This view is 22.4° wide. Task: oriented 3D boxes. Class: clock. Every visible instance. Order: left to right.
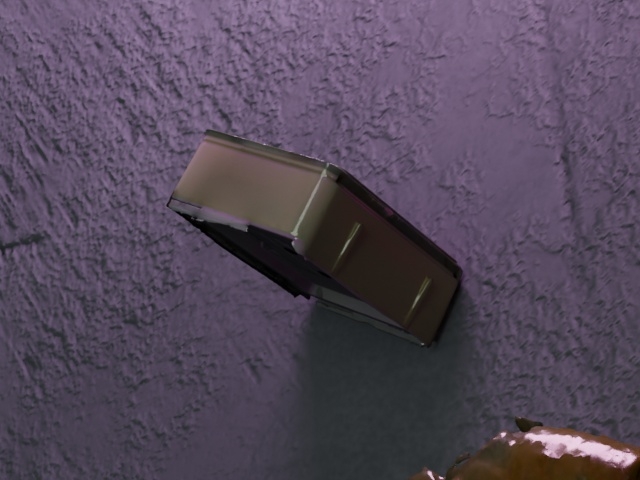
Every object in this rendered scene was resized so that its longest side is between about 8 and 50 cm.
[{"bbox_3d":[0.000,0.000,1.200,0.147,0.192,0.071,18,78,42],"label":"clock"}]

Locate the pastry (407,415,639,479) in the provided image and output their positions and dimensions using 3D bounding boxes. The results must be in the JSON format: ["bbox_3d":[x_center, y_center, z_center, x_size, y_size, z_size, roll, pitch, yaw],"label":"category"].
[{"bbox_3d":[0.154,0.269,0.980,0.330,0.136,0.329,-18,58,31],"label":"pastry"}]
